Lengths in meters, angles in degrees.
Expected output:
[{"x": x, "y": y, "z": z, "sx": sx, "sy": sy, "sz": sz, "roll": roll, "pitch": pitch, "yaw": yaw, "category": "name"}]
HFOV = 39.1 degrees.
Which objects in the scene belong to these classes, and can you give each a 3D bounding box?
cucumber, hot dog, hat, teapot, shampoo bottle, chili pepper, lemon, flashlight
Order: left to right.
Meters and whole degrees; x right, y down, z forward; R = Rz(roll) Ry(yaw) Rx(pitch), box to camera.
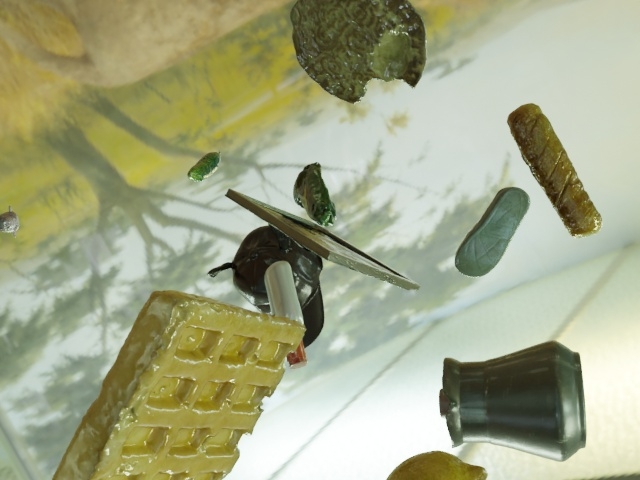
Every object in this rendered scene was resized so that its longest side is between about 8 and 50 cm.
[{"x": -0.493, "y": -0.027, "z": 1.404, "sx": 0.031, "sy": 0.052, "sz": 0.110, "roll": -9, "pitch": -175, "yaw": -9, "category": "flashlight"}, {"x": -0.226, "y": -0.141, "z": 1.755, "sx": 0.039, "sy": 0.039, "sz": 0.168, "roll": -27, "pitch": -167, "yaw": 21, "category": "cucumber"}, {"x": -0.128, "y": 0.102, "z": 2.152, "sx": 0.238, "sy": 0.336, "sz": 0.209, "roll": -18, "pitch": 160, "yaw": 32, "category": "hat"}, {"x": -0.070, "y": 0.158, "z": 1.881, "sx": 0.051, "sy": 0.221, "sz": 0.108, "roll": -4, "pitch": 155, "yaw": -22, "category": "shampoo bottle"}, {"x": -0.007, "y": -0.082, "z": 1.791, "sx": 0.062, "sy": 0.108, "sz": 0.216, "roll": -12, "pitch": -157, "yaw": -10, "category": "chili pepper"}, {"x": 0.202, "y": 0.482, "z": 1.649, "sx": 0.244, "sy": 0.187, "sz": 0.187, "roll": -41, "pitch": 180, "yaw": 16, "category": "lemon"}, {"x": 0.496, "y": 0.416, "z": 2.348, "sx": 0.361, "sy": 0.306, "sz": 0.376, "roll": -2, "pitch": 171, "yaw": 12, "category": "teapot"}, {"x": 0.447, "y": -0.134, "z": 1.718, "sx": 0.088, "sy": 0.286, "sz": 0.061, "roll": -34, "pitch": 170, "yaw": 11, "category": "hot dog"}]

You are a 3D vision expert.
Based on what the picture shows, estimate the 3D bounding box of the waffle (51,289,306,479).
[{"x": -0.139, "y": 0.169, "z": 0.901, "sx": 0.221, "sy": 0.055, "sz": 0.248, "roll": 22, "pitch": 97, "yaw": -58, "category": "waffle"}]

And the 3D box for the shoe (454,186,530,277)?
[{"x": 0.328, "y": -0.019, "z": 1.709, "sx": 0.195, "sy": 0.079, "sz": 0.078, "roll": -59, "pitch": 175, "yaw": 16, "category": "shoe"}]

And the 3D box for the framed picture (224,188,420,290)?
[{"x": 0.000, "y": 0.000, "z": 1.386, "sx": 0.209, "sy": 0.019, "sz": 0.281, "roll": 20, "pitch": -172, "yaw": -44, "category": "framed picture"}]

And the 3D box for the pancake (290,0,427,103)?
[{"x": 0.052, "y": -0.299, "z": 1.320, "sx": 0.235, "sy": 0.212, "sz": 0.029, "roll": 0, "pitch": -144, "yaw": 37, "category": "pancake"}]
